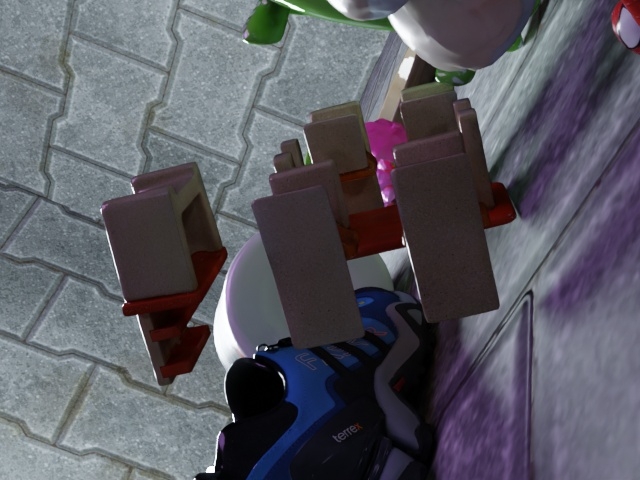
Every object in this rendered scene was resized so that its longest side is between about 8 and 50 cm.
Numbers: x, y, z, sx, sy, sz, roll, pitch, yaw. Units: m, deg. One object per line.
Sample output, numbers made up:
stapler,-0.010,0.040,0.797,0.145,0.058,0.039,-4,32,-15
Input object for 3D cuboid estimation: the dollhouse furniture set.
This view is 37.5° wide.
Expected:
dollhouse furniture set,0.000,0.000,0.638,0.262,0.259,0.135,-72,-31,-71

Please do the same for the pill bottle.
pill bottle,-0.029,0.086,0.990,0.283,0.161,0.161,122,169,-74

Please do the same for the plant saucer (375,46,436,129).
plant saucer,0.114,-0.182,1.417,0.278,0.041,0.278,-158,90,-86

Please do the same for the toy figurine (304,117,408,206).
toy figurine,0.063,-0.081,1.171,0.159,0.130,0.173,152,119,-70

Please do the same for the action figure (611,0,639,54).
action figure,0.118,-0.117,0.254,0.280,0.139,0.091,117,175,-80

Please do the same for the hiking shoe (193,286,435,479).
hiking shoe,0.004,0.095,0.669,0.304,0.132,0.113,-80,12,-73

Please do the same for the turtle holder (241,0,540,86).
turtle holder,0.082,-0.271,0.743,0.320,0.243,0.227,-22,-54,-46

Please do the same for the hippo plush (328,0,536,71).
hippo plush,0.125,-0.223,0.463,0.236,0.294,0.234,-14,71,54
